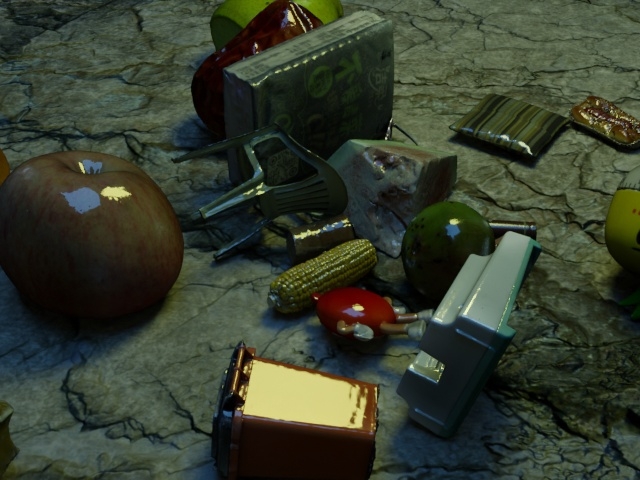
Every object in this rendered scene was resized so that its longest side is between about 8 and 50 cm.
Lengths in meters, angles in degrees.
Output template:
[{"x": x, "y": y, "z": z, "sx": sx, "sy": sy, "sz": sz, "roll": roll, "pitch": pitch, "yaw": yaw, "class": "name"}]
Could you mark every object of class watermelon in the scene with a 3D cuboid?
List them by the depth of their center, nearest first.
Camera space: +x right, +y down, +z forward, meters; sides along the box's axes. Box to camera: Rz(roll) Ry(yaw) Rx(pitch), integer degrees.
[{"x": 0.136, "y": -0.096, "z": 1.818, "sx": 0.310, "sy": 0.193, "sz": 0.231, "roll": 7, "pitch": 18, "yaw": -10, "class": "watermelon"}]

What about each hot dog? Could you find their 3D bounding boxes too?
[{"x": 0.657, "y": -0.269, "z": 2.063, "sx": 0.108, "sy": 0.059, "sz": 0.191, "roll": -32, "pitch": 50, "yaw": -26, "class": "hot dog"}]

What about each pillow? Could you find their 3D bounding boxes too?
[{"x": 0.431, "y": -0.265, "z": 2.064, "sx": 0.212, "sy": 0.052, "sz": 0.208, "roll": 24, "pitch": 41, "yaw": 25, "class": "pillow"}]

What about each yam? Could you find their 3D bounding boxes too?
[{"x": -0.001, "y": -0.002, "z": 1.730, "sx": 0.127, "sy": 0.084, "sz": 0.084, "roll": -14, "pitch": 41, "yaw": -17, "class": "yam"}]

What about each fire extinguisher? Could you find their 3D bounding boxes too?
[{"x": 0.339, "y": -0.020, "z": 1.773, "sx": 0.158, "sy": 0.043, "sz": 0.064, "roll": 4, "pitch": 9, "yaw": 5, "class": "fire extinguisher"}]

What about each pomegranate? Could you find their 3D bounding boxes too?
[{"x": 0.256, "y": 0.021, "z": 1.637, "sx": 0.224, "sy": 0.181, "sz": 0.181, "roll": 3, "pitch": 35, "yaw": -27, "class": "pomegranate"}]

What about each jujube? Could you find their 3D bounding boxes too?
[{"x": -0.136, "y": -0.378, "z": 2.006, "sx": 0.342, "sy": 0.216, "sz": 0.216, "roll": -43, "pitch": 39, "yaw": 16, "class": "jujube"}]

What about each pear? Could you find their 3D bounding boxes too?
[{"x": -0.075, "y": -0.520, "z": 2.254, "sx": 0.318, "sy": 0.238, "sz": 0.342, "roll": -32, "pitch": 47, "yaw": -21, "class": "pear"}]

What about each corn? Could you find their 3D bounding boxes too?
[{"x": 0.005, "y": 0.064, "z": 1.650, "sx": 0.238, "sy": 0.080, "sz": 0.080, "roll": -27, "pitch": 46, "yaw": -27, "class": "corn"}]

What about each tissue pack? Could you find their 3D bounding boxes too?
[{"x": -0.016, "y": -0.289, "z": 1.920, "sx": 0.394, "sy": 0.288, "sz": 0.124, "roll": -30, "pitch": 49, "yaw": -30, "class": "tissue pack"}]

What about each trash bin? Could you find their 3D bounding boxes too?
[{"x": -0.035, "y": 0.259, "z": 1.339, "sx": 0.239, "sy": 0.184, "sz": 0.161, "roll": 7, "pitch": 40, "yaw": 1, "class": "trash bin"}]

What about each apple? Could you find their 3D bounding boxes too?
[{"x": -0.414, "y": -0.026, "z": 1.620, "sx": 0.345, "sy": 0.269, "sz": 0.344, "roll": -1, "pitch": 38, "yaw": 1, "class": "apple"}]

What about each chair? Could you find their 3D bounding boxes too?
[{"x": -0.112, "y": -0.093, "z": 1.744, "sx": 0.275, "sy": 0.203, "sz": 0.190, "roll": -25, "pitch": 53, "yaw": -10, "class": "chair"}]

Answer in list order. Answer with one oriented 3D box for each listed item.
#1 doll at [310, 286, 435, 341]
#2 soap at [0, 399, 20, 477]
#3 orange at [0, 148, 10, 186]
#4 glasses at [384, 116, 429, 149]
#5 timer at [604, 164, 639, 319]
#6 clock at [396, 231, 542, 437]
[{"x": 0.080, "y": 0.132, "z": 1.544, "sx": 0.217, "sy": 0.085, "sz": 0.183, "roll": 9, "pitch": 13, "yaw": 15, "class": "doll"}, {"x": -0.646, "y": 0.329, "z": 1.269, "sx": 0.339, "sy": 0.169, "sz": 0.304, "roll": 12, "pitch": 41, "yaw": 14, "class": "soap"}, {"x": -0.728, "y": -0.110, "z": 1.806, "sx": 0.249, "sy": 0.183, "sz": 0.249, "roll": -3, "pitch": 57, "yaw": 5, "class": "orange"}, {"x": 0.192, "y": -0.208, "z": 1.995, "sx": 0.104, "sy": 0.062, "sz": 0.140, "roll": 9, "pitch": 41, "yaw": 10, "class": "glasses"}, {"x": 0.616, "y": 0.023, "z": 1.594, "sx": 0.285, "sy": 0.285, "sz": 0.285, "roll": -1, "pitch": 39, "yaw": 1, "class": "timer"}, {"x": 0.223, "y": 0.136, "z": 1.400, "sx": 0.116, "sy": 0.262, "sz": 0.231, "roll": 26, "pitch": 44, "yaw": 7, "class": "clock"}]
